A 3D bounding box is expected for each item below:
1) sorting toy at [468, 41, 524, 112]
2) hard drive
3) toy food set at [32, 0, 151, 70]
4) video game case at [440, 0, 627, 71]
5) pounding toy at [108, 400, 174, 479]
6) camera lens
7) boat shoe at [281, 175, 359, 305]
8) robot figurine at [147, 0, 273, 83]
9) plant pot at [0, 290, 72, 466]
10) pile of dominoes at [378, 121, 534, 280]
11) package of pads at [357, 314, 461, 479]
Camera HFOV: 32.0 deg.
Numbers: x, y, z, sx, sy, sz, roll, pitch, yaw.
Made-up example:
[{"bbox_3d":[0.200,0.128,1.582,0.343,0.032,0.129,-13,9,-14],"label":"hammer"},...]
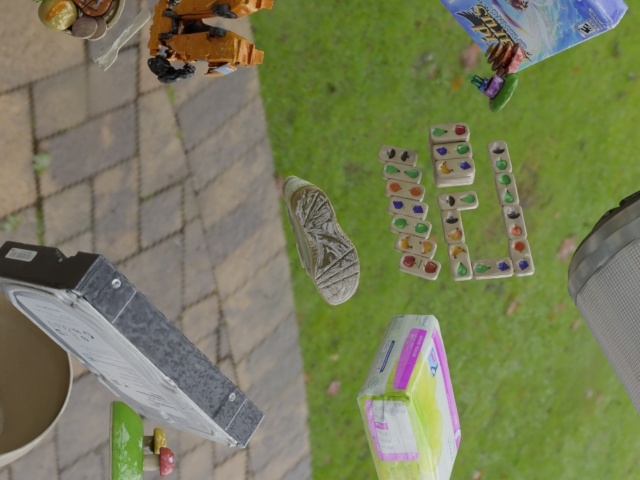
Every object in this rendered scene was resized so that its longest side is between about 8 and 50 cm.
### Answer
[{"bbox_3d":[0.200,-0.192,1.289,0.061,0.042,0.102,-50,-166,49],"label":"sorting toy"},{"bbox_3d":[-0.251,0.135,1.427,0.339,0.237,0.064,50,62,-35],"label":"hard drive"},{"bbox_3d":[-0.357,-0.361,1.661,0.132,0.192,0.038,-49,179,-2],"label":"toy food set"},{"bbox_3d":[0.288,-0.395,1.693,0.269,0.244,0.061,46,62,-15],"label":"video game case"},{"bbox_3d":[-0.311,0.384,1.937,0.110,0.183,0.237,0,138,-9],"label":"pounding toy"},{"bbox_3d":[0.364,0.079,0.975,0.219,0.274,0.219,-21,156,-10],"label":"camera lens"},{"bbox_3d":[-0.002,0.000,1.186,0.056,0.048,0.153,-32,123,-10],"label":"boat shoe"},{"bbox_3d":[-0.213,-0.384,2.030,0.085,0.291,0.211,13,87,-42],"label":"robot figurine"},{"bbox_3d":[-0.535,0.234,1.679,0.284,0.284,0.191,-30,164,-38],"label":"plant pot"},{"bbox_3d":[0.193,-0.058,1.616,0.196,0.251,0.040,-6,148,-2],"label":"pile of dominoes"},{"bbox_3d":[0.161,0.311,1.924,0.229,0.101,0.296,-62,143,-52],"label":"package of pads"}]
